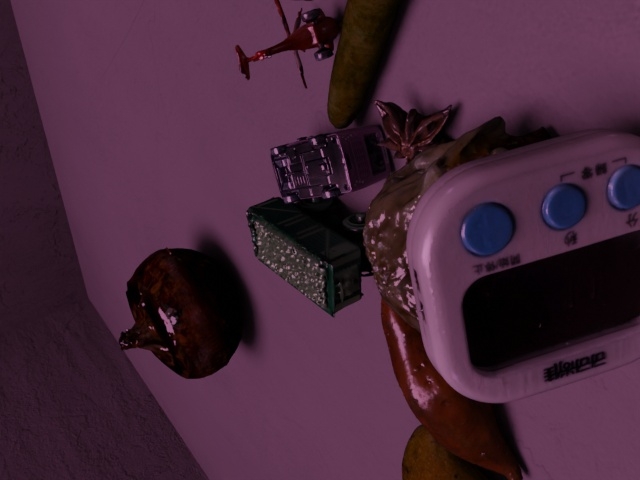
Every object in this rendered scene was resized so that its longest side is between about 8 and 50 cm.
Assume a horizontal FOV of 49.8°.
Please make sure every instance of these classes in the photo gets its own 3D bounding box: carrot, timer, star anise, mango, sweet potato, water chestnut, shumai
[{"bbox_3d":[0.058,-0.268,0.879,0.074,0.074,0.358,52,152,23],"label":"carrot"},{"bbox_3d":[0.212,0.024,0.657,0.087,0.262,0.237,-122,18,-67],"label":"timer"},{"bbox_3d":[0.126,-0.121,0.897,0.124,0.056,0.129,12,136,34],"label":"star anise"},{"bbox_3d":[0.225,0.452,1.073,0.176,0.176,0.329,-49,59,11],"label":"mango"},{"bbox_3d":[0.178,0.216,1.004,0.359,0.112,0.112,53,152,0],"label":"sweet potato"},{"bbox_3d":[-0.363,0.184,1.712,0.350,0.302,0.350,41,148,33],"label":"water chestnut"},{"bbox_3d":[0.164,-0.021,0.771,0.256,0.189,0.218,41,146,26],"label":"shumai"}]

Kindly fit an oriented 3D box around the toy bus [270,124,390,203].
[{"bbox_3d":[0.009,-0.117,1.044,0.199,0.108,0.096,-2,106,58],"label":"toy bus"}]

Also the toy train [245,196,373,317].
[{"bbox_3d":[0.000,0.000,1.102,0.269,0.154,0.115,34,137,45],"label":"toy train"}]

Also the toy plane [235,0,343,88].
[{"bbox_3d":[-0.037,-0.272,0.913,0.077,0.194,0.126,-8,91,35],"label":"toy plane"}]
